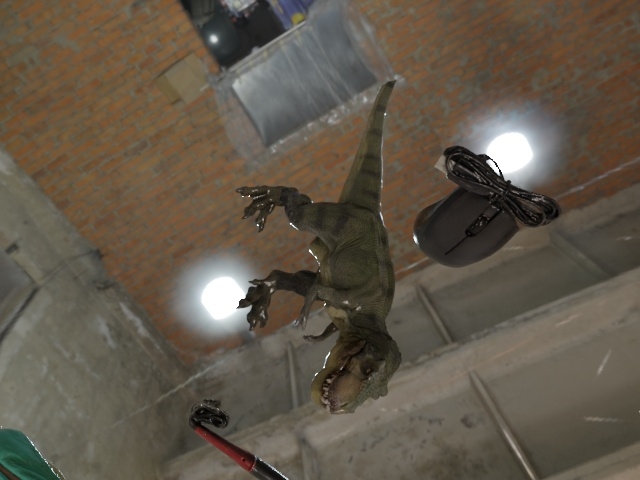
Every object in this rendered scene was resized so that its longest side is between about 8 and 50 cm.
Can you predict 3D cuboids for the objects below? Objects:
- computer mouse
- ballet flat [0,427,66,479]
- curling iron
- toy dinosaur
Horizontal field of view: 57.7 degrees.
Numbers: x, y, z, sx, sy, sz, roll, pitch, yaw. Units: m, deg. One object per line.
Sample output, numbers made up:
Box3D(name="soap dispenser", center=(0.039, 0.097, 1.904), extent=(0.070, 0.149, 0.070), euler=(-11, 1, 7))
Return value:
Box3D(name="computer mouse", center=(0.219, -0.022, 0.907), extent=(0.072, 0.188, 0.272), euler=(-60, -179, -25))
Box3D(name="ballet flat", center=(-0.239, 0.253, 0.526), extent=(0.083, 0.247, 0.087), euler=(-58, 161, 8))
Box3D(name="curling iron", center=(-0.117, 0.369, 0.991), extent=(0.068, 0.274, 0.035), euler=(-55, 171, 19))
Box3D(name="toy dinosaur", center=(0.000, 0.000, 0.405), extent=(0.118, 0.064, 0.268), euler=(-11, -129, 22))
